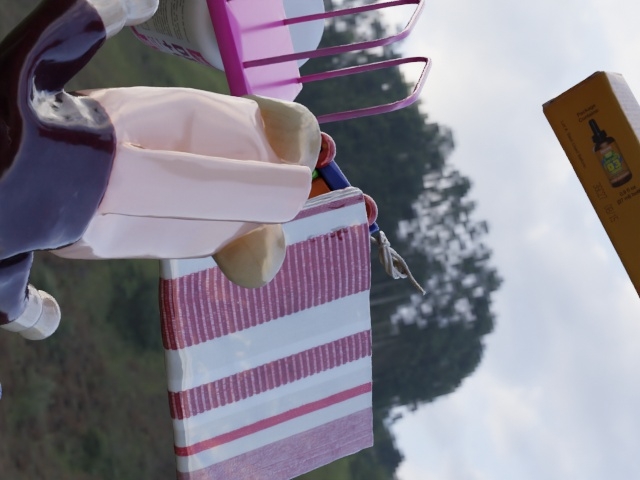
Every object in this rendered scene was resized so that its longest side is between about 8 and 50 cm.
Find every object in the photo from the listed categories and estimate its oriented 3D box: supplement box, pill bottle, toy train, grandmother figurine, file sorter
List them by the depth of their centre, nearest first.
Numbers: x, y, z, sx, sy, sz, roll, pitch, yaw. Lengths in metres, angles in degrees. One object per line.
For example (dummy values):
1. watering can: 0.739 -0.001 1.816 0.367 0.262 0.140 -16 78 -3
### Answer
1. grandmother figurine: -0.129 -0.038 0.679 0.104 0.342 0.207 18 -78 32
2. supplement box: 0.313 -0.052 1.319 0.078 0.080 0.233 -31 -100 31
3. file sorter: -0.004 -0.275 1.323 0.202 0.182 0.290 -64 143 -65
4. toy train: 0.000 0.000 1.566 0.248 0.143 0.105 56 -8 -2
5. pill bottle: -0.129 -0.305 1.720 0.283 0.160 0.160 25 -55 51

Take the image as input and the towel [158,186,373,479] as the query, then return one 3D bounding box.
1. towel: -0.053 0.116 1.380 0.037 0.237 0.329 38 -43 50
